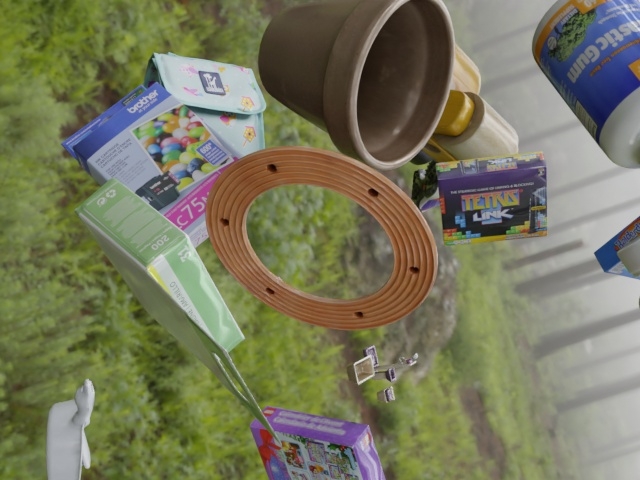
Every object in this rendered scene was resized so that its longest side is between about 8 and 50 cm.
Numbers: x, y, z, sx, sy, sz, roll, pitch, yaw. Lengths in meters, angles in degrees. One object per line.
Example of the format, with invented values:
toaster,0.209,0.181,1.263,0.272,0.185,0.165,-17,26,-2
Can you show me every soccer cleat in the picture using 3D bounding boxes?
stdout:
soccer cleat,0.279,-0.119,2.133,0.318,0.117,0.108,132,-37,-80

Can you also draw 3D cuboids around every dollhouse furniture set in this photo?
dollhouse furniture set,0.100,0.207,1.411,0.114,0.081,0.090,-12,90,-63

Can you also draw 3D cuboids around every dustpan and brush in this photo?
dustpan and brush,-0.287,0.224,1.092,0.211,0.060,0.147,98,-13,-48

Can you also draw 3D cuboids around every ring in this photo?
ring,0.000,0.000,1.311,0.336,0.337,0.032,66,33,-34

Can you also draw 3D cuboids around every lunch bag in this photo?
lunch bag,-0.227,-0.222,1.802,0.160,0.224,0.262,-2,-93,59

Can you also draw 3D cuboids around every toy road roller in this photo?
toy road roller,0.251,-0.281,1.848,0.330,0.240,0.202,20,-8,47

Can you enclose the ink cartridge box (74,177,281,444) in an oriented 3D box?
ink cartridge box,-0.112,0.062,0.850,0.235,0.056,0.171,35,-21,36

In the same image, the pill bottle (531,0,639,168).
pill bottle,0.393,-0.187,1.169,0.272,0.152,0.152,63,1,33

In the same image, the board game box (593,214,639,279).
board game box,0.594,0.006,1.601,0.210,0.160,0.047,12,45,-39

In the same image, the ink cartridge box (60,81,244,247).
ink cartridge box,-0.260,-0.131,1.511,0.311,0.186,0.065,40,-21,22

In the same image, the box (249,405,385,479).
box,0.017,0.411,1.518,0.057,0.201,0.293,-45,128,-44

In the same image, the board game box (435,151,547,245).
board game box,0.276,-0.065,1.502,0.048,0.170,0.141,-88,168,-50

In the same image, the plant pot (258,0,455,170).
plant pot,0.037,-0.255,1.394,0.263,0.229,0.262,-29,129,-44

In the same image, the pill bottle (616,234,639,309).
pill bottle,0.588,0.111,1.384,0.318,0.176,0.176,56,4,8
